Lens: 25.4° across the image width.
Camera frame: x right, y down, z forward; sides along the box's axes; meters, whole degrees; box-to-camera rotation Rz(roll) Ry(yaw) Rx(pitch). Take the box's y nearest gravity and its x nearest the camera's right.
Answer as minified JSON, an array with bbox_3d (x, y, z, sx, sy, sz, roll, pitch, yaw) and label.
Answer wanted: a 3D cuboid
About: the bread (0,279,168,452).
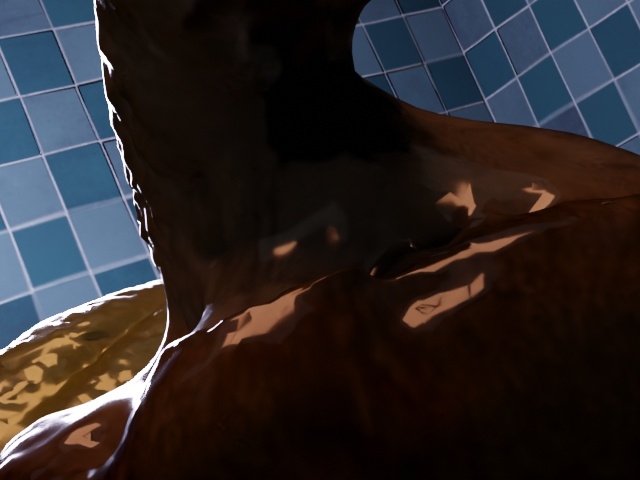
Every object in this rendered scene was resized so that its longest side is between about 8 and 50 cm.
[{"bbox_3d":[-0.059,0.154,0.701,0.321,0.320,0.237,-17,-33,-43],"label":"bread"}]

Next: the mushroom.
[{"bbox_3d":[0.024,0.028,0.466,0.267,0.254,0.267,6,-12,1],"label":"mushroom"}]
